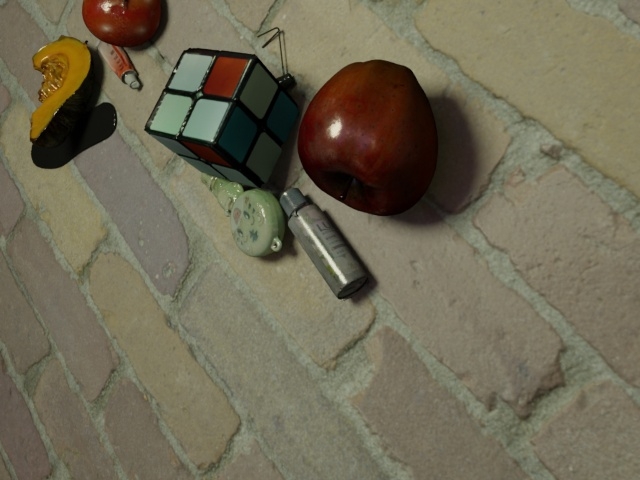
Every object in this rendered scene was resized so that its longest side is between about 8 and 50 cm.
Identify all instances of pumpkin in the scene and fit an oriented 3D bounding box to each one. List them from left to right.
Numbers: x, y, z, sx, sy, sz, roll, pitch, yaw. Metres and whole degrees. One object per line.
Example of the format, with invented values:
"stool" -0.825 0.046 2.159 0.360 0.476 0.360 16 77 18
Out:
"pumpkin" -0.585 -0.348 1.438 0.162 0.111 0.279 -17 64 15

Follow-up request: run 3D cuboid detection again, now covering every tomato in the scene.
"tomato" -0.432 -0.496 1.315 0.167 0.167 0.168 -2 87 33

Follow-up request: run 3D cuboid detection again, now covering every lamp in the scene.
"lamp" -0.080 -0.338 1.141 0.054 0.041 0.121 -26 77 21

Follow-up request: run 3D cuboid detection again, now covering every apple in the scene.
"apple" 0.075 -0.156 0.916 0.233 0.234 0.234 -2 87 33

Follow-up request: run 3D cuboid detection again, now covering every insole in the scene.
"insole" -0.620 -0.256 1.506 0.348 0.009 0.119 -15 81 32

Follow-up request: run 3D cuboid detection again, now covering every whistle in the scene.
"whistle" -0.145 -0.060 1.151 0.258 0.067 0.126 43 124 32

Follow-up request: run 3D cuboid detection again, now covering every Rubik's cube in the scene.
"Rubik's cube" -0.171 -0.220 1.087 0.180 0.167 0.184 20 80 33

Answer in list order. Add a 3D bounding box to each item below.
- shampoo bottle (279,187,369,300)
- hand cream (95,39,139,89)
"shampoo bottle" 0.000 0.000 1.050 0.072 0.072 0.214 -45 65 23
"hand cream" -0.471 -0.422 1.404 0.052 0.038 0.216 -37 62 -3
